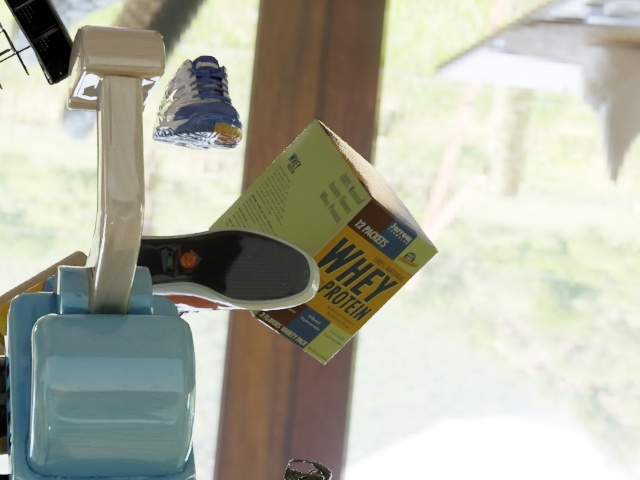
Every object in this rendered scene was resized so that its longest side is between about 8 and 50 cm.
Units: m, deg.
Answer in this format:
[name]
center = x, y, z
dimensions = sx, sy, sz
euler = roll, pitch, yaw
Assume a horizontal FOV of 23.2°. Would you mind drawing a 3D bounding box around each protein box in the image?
[protein box]
center = 0.000, 0.000, 1.930
dimensions = 0.136, 0.201, 0.200
euler = 37, -167, -37

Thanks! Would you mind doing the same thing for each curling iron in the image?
[curling iron]
center = -0.037, 0.395, 2.399
dimensions = 0.068, 0.035, 0.274
euler = 17, 150, -2

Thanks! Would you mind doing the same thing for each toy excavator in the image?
[toy excavator]
center = -0.209, 0.072, 1.553
dimensions = 0.222, 0.433, 0.445
euler = 3, 142, -17

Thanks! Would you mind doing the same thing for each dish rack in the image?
[dish rack]
center = -0.405, -0.199, 1.591
dimensions = 0.271, 0.074, 0.208
euler = -29, 142, -4

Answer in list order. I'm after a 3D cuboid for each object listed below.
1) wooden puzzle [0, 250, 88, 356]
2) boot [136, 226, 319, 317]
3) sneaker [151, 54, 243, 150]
[wooden puzzle]
center = -0.388, 0.127, 2.304
dimensions = 0.221, 0.044, 0.238
euler = -32, -126, -23
[boot]
center = -0.114, 0.050, 1.784
dimensions = 0.244, 0.088, 0.176
euler = 3, 164, 9
[sneaker]
center = -0.172, -0.194, 2.142
dimensions = 0.112, 0.131, 0.296
euler = 11, -179, -18
